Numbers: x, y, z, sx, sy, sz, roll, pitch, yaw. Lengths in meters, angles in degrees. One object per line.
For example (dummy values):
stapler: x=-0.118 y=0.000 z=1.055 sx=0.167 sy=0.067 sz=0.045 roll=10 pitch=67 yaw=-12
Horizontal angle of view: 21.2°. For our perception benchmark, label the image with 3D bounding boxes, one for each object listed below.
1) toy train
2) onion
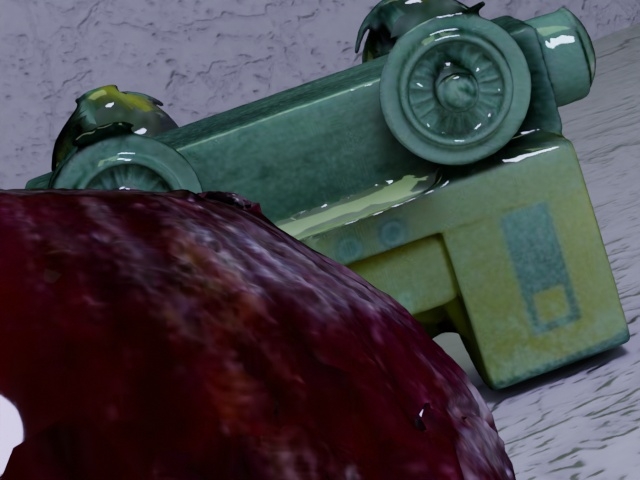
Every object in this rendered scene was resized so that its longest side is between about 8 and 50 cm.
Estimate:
toy train: x=0.000 y=0.000 z=1.065 sx=0.397 sy=0.253 sz=0.160 roll=-19 pitch=15 yaw=-3
onion: x=-0.072 y=0.110 z=0.532 sx=0.260 sy=0.282 sz=0.337 roll=-2 pitch=-10 yaw=-29
